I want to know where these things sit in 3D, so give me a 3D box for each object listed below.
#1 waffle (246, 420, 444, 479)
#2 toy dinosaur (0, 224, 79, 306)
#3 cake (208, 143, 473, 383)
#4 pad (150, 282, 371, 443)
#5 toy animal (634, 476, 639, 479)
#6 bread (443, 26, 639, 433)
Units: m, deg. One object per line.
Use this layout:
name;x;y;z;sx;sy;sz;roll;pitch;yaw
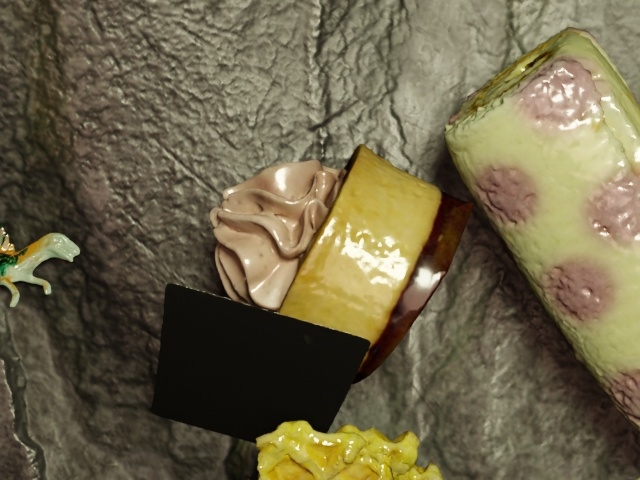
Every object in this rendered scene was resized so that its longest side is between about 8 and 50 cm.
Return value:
waffle;-0.009;0.269;1.005;0.291;0.051;0.291;1;115;2
toy dinosaur;-0.318;0.024;1.019;0.187;0.044;0.106;11;83;12
cake;0.000;0.000;0.935;0.178;0.185;0.207;36;107;-6
pad;-0.059;0.115;0.939;0.160;0.265;0.009;17;58;-1
toy animal;0.235;0.306;1.030;0.086;0.069;0.219;22;102;-23
bread;0.247;0.001;0.936;0.155;0.187;0.338;-34;96;22
